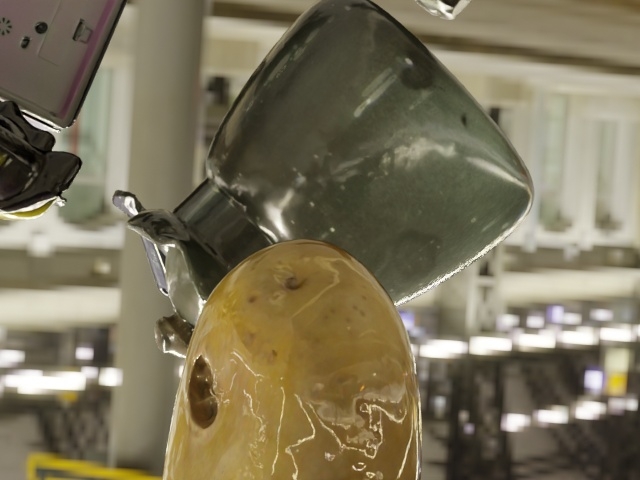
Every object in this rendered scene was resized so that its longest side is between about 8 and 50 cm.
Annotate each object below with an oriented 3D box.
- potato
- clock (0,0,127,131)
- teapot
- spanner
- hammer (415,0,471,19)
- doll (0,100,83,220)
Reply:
[{"bbox_3d":[-0.015,0.114,1.035,0.150,0.234,0.146,20,-168,37],"label":"potato"},{"bbox_3d":[-0.271,-0.214,1.877,0.144,0.193,0.073,26,172,-26],"label":"clock"},{"bbox_3d":[-0.015,-0.017,1.502,0.223,0.285,0.305,48,177,-5],"label":"teapot"},{"bbox_3d":[-0.170,0.005,1.984,0.046,0.012,0.208,25,158,20],"label":"spanner"},{"bbox_3d":[0.048,-0.395,1.559,0.409,0.242,0.095,49,-174,7],"label":"hammer"},{"bbox_3d":[-0.277,-0.073,1.503,0.248,0.088,0.127,21,-166,29],"label":"doll"}]
